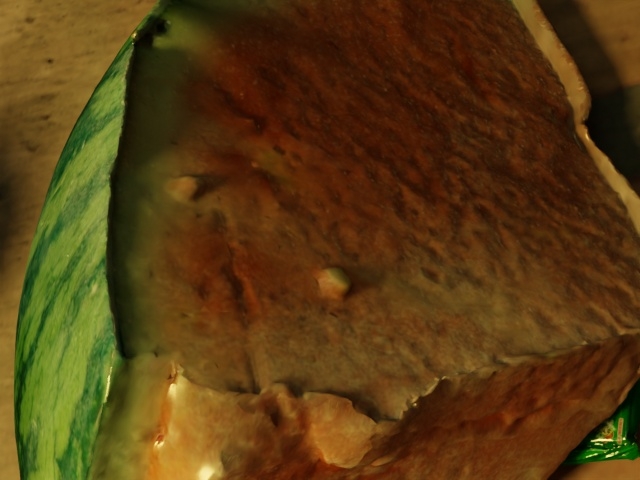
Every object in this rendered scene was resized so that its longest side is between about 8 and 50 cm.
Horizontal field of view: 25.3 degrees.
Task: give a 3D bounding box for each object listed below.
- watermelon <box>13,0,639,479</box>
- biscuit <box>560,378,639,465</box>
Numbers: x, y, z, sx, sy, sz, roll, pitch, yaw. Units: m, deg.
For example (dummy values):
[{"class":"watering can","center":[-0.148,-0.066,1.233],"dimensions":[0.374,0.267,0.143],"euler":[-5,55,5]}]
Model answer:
[{"class":"watermelon","center":[-0.028,-0.001,0.576],"dimensions":[0.319,0.222,0.292],"euler":[-35,52,9]},{"class":"biscuit","center":[0.118,0.055,0.599],"dimensions":[0.046,0.016,0.089],"euler":[-2,59,29]}]
